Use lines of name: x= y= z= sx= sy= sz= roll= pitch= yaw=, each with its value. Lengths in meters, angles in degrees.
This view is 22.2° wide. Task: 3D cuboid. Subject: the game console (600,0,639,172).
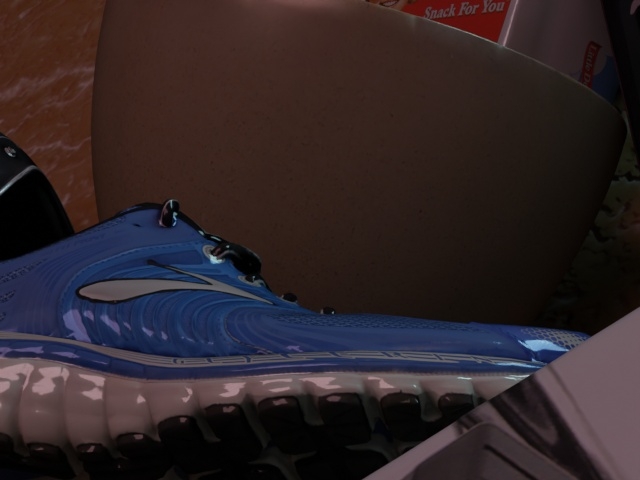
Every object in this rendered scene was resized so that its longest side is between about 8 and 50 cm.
game console: x=0.321 y=-0.166 z=0.768 sx=0.386 sy=0.060 sz=0.342 roll=-15 pitch=73 yaw=20

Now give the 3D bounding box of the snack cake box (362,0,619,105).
snack cake box: x=0.079 y=-0.143 z=1.006 sx=0.264 sy=0.089 sz=0.152 roll=5 pitch=73 yaw=58

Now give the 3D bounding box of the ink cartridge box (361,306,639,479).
ink cartridge box: x=0.104 y=0.193 z=0.466 sx=0.395 sy=0.285 sz=0.166 roll=-31 pitch=33 yaw=-3

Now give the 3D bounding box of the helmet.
helmet: x=-0.257 y=-0.006 z=1.113 sx=0.169 sy=0.161 sz=0.169 roll=-20 pitch=35 yaw=15

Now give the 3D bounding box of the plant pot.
plant pot: x=0.000 y=0.000 z=0.855 sx=0.284 sy=0.284 sz=0.191 roll=8 pitch=80 yaw=43

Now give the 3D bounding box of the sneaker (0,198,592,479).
sneaker: x=-0.042 y=0.043 z=0.661 sx=0.330 sy=0.130 sz=0.147 roll=2 pitch=50 yaw=14
